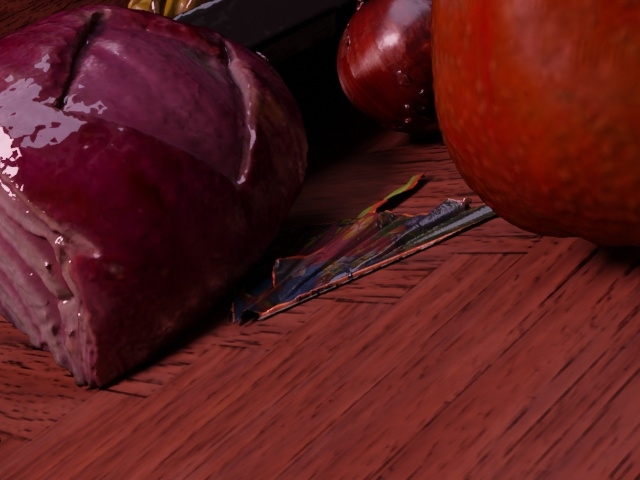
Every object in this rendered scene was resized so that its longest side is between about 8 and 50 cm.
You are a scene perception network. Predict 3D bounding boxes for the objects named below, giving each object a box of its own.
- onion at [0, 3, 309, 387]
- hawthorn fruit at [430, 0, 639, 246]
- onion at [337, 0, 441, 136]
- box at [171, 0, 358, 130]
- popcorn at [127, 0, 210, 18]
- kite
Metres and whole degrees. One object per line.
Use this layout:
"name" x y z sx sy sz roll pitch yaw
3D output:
"onion" -0.137 -0.071 0.699 0.250 0.111 0.247 33 67 28
"hawthorn fruit" 0.133 -0.110 0.488 0.196 0.225 0.196 -15 18 5
"onion" 0.073 -0.135 0.814 0.131 0.131 0.131 -22 18 8
"box" -0.118 -0.097 0.905 0.350 0.058 0.211 -28 -16 -8
"popcorn" -0.095 -0.202 1.098 0.250 0.190 0.250 -30 48 39
"kite" 0.000 0.000 0.702 0.183 0.014 0.241 -36 20 -34
